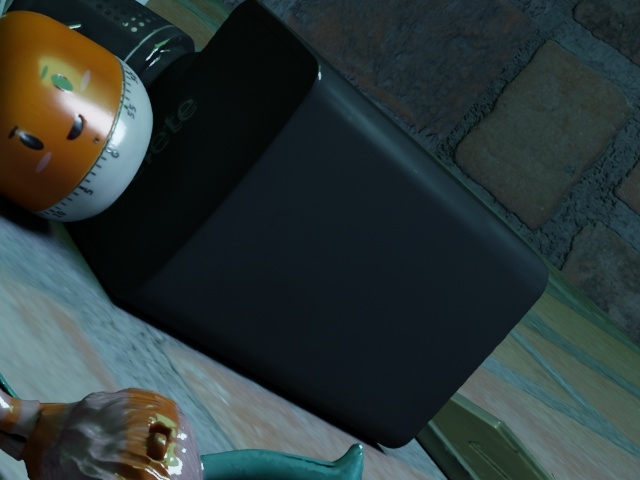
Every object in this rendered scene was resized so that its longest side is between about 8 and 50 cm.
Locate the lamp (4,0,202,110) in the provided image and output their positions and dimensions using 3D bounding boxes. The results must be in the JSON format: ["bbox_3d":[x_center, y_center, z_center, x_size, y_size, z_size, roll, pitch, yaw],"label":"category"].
[{"bbox_3d":[-0.129,-0.101,1.226,0.227,0.147,0.172,32,30,13],"label":"lamp"}]

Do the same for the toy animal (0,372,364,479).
[{"bbox_3d":[-0.088,0.059,0.634,0.208,0.100,0.103,30,-13,-6],"label":"toy animal"}]

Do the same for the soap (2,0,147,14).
[{"bbox_3d":[-0.219,-0.228,1.355,0.087,0.160,0.265,44,9,24],"label":"soap"}]

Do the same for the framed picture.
[{"bbox_3d":[0.123,0.157,1.269,0.184,0.016,0.250,33,10,-38],"label":"framed picture"}]

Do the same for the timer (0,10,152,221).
[{"bbox_3d":[-0.157,-0.075,0.995,0.136,0.099,0.136,37,-4,3],"label":"timer"}]

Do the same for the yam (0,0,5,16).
[{"bbox_3d":[-0.227,-0.105,0.472,0.241,0.241,0.348,39,10,0],"label":"yam"}]

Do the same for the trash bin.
[{"bbox_3d":[0.000,0.000,1.073,0.225,0.165,0.115,36,8,-37],"label":"trash bin"}]
